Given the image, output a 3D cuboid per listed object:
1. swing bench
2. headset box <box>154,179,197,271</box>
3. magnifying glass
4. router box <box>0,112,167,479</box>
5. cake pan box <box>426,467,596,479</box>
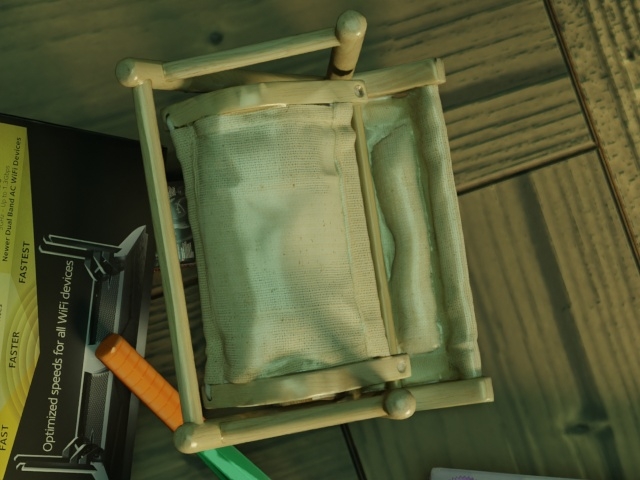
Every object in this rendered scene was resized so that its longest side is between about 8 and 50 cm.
[{"bbox_3d":[0.000,0.000,1.202,0.165,0.255,0.253,-10,85,16],"label":"swing bench"},{"bbox_3d":[-0.099,-0.012,1.287,0.083,0.032,0.062,-8,85,-5],"label":"headset box"},{"bbox_3d":[-0.067,0.148,1.224,0.231,0.092,0.026,45,78,-20],"label":"magnifying glass"},{"bbox_3d":[-0.235,0.069,1.180,0.243,0.081,0.309,10,84,-40],"label":"router box"},{"bbox_3d":[0.189,0.282,1.217,0.267,0.070,0.245,6,51,-5],"label":"cake pan box"}]
